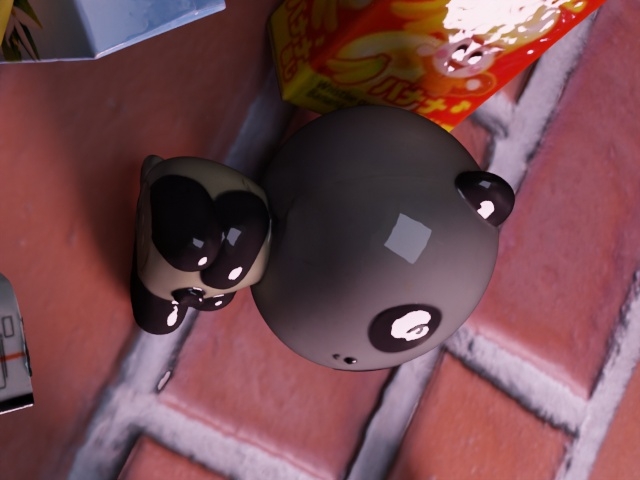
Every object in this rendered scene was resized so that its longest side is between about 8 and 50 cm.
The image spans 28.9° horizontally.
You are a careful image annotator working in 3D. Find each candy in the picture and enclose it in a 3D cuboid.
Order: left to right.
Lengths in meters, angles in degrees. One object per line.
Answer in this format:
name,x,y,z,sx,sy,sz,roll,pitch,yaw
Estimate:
candy,0.101,-0.180,0.834,0.146,0.276,0.088,19,48,-35

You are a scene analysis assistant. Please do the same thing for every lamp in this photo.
lamp,0.000,0.000,0.839,0.244,0.198,0.197,-2,97,-18

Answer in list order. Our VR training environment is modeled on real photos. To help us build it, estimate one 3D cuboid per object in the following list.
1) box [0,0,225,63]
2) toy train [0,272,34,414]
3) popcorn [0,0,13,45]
box,-0.157,-0.176,0.677,0.083,0.232,0.142,-27,110,-26
toy train,-0.339,0.085,0.597,0.407,0.086,0.088,-13,103,-43
popcorn,-0.298,-0.129,0.596,0.250,0.242,0.235,-38,124,-11
